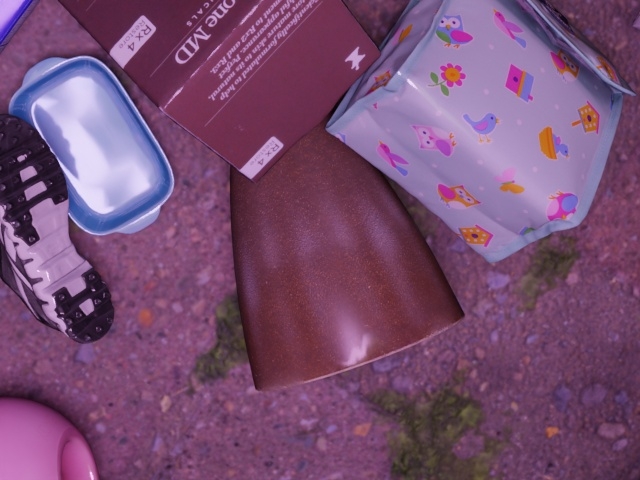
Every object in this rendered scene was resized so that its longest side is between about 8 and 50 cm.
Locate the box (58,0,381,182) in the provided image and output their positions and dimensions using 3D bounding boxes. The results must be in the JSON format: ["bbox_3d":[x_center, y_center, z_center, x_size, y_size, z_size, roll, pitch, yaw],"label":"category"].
[{"bbox_3d":[-0.092,-0.194,0.862,0.168,0.167,0.203,-46,60,4],"label":"box"}]

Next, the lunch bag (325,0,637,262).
[{"bbox_3d":[0.169,-0.151,0.937,0.223,0.160,0.262,39,59,-13],"label":"lunch bag"}]

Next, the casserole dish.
[{"bbox_3d":[-0.224,-0.094,0.980,0.114,0.037,0.188,-30,104,1],"label":"casserole dish"}]

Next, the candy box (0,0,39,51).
[{"bbox_3d":[-0.330,-0.336,0.867,0.268,0.122,0.317,37,95,-14],"label":"candy box"}]

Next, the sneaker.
[{"bbox_3d":[-0.285,-0.007,0.956,0.078,0.106,0.234,-37,118,-42],"label":"sneaker"}]

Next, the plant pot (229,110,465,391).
[{"bbox_3d":[0.000,0.000,0.957,0.215,0.215,0.230,-20,90,-2],"label":"plant pot"}]

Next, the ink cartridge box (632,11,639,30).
[{"bbox_3d":[0.443,-0.200,0.977,0.212,0.154,0.093,27,100,-13],"label":"ink cartridge box"}]

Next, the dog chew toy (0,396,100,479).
[{"bbox_3d":[-0.390,0.276,0.967,0.332,0.206,0.206,-15,104,4],"label":"dog chew toy"}]
